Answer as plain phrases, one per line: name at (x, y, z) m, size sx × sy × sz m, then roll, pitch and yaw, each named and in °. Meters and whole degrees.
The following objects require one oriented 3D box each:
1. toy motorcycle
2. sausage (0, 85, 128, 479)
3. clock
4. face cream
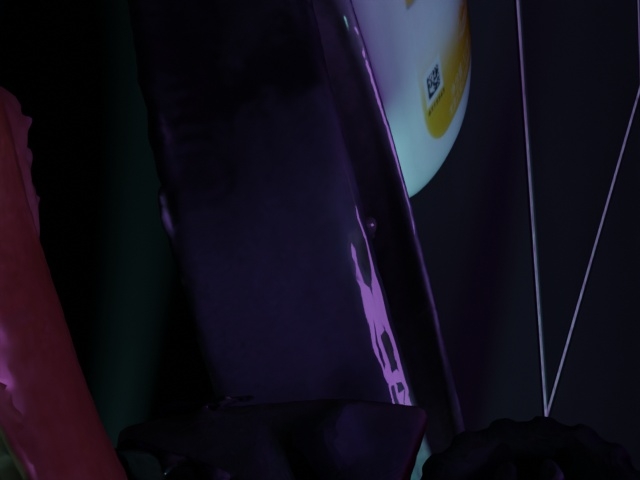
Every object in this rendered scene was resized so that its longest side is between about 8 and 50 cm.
toy motorcycle at (-0.021, 0.098, 0.487) m, size 0.122 × 0.213 × 0.082 m, roll -81°, pitch 166°, yaw -54°
sausage at (-0.094, -0.020, 0.391) m, size 0.079 × 0.087 × 0.327 m, roll -25°, pitch 105°, yaw -41°
clock at (0.000, 0.000, 0.661) m, size 0.280 × 0.055 × 0.281 m, roll -14°, pitch 90°, yaw -84°
face cream at (0.014, -0.158, 0.799) m, size 0.144 × 0.071 × 0.291 m, roll -72°, pitch 158°, yaw -45°
